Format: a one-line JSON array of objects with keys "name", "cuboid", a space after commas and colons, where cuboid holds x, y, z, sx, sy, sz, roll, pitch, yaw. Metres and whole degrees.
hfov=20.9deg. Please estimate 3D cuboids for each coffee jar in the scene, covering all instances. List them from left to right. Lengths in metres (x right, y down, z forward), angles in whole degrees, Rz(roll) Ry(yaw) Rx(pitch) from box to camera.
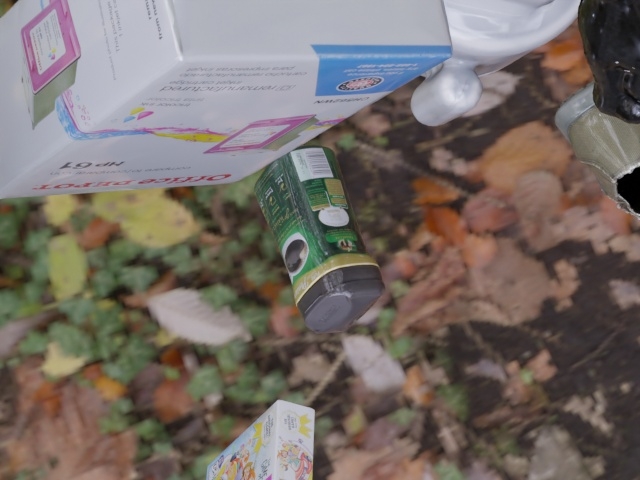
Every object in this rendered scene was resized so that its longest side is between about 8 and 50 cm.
[{"name": "coffee jar", "cuboid": [0.000, 0.000, 1.792, 0.096, 0.079, 0.184, -48, 54, 47]}]

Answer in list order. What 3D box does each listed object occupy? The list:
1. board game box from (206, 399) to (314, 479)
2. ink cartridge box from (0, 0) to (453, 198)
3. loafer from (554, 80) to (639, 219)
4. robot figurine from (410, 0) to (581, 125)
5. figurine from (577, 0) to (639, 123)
[{"name": "board game box", "cuboid": [-0.040, 0.186, 1.037, 0.103, 0.026, 0.154, -46, 33, 47]}, {"name": "ink cartridge box", "cuboid": [-0.035, -0.054, 0.493, 0.122, 0.088, 0.052, -24, 74, 54]}, {"name": "loafer", "cuboid": [0.266, -0.049, 1.394, 0.094, 0.251, 0.087, -34, 60, 21]}, {"name": "robot figurine", "cuboid": [0.137, -0.256, 1.598, 0.200, 0.353, 0.300, 14, 86, -6]}, {"name": "figurine", "cuboid": [0.189, -0.216, 1.121, 0.092, 0.209, 0.214, -13, 63, 17]}]
